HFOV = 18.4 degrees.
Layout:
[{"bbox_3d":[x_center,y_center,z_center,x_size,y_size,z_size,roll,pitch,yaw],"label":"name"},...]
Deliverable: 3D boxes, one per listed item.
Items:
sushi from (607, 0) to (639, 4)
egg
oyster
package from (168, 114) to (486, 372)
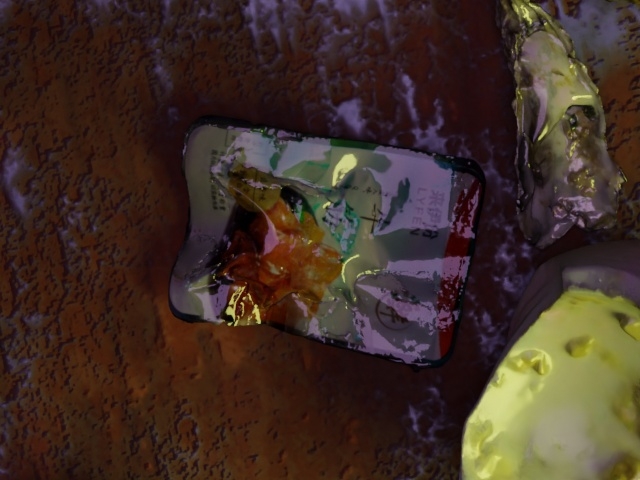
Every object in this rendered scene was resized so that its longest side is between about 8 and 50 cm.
[{"bbox_3d":[0.211,-0.227,1.431,0.226,0.103,0.097,15,78,-1],"label":"sushi"},{"bbox_3d":[0.214,0.095,1.426,0.206,0.162,0.271,12,132,-28],"label":"egg"},{"bbox_3d":[0.174,-0.091,1.473,0.106,0.061,0.200,3,97,-16],"label":"oyster"},{"bbox_3d":[0.000,0.000,1.483,0.232,0.040,0.166,12,94,0],"label":"package"}]
